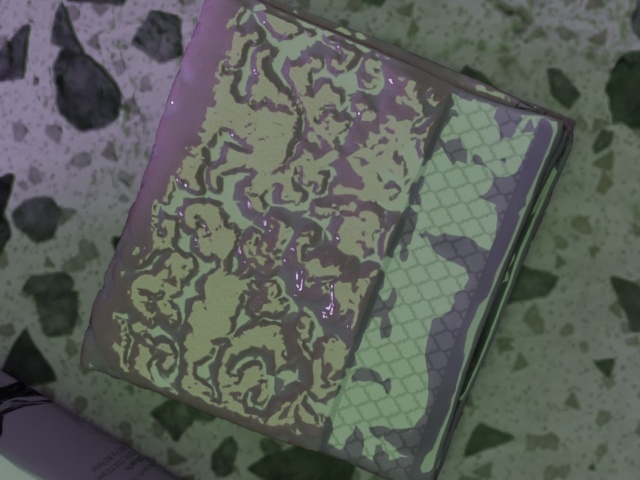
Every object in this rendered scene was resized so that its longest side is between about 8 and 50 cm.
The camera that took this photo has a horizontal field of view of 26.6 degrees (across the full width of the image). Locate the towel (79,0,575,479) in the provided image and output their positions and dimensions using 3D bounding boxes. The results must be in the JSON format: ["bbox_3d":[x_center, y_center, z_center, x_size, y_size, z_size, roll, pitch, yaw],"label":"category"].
[{"bbox_3d":[0.000,0.000,1.078,0.317,0.053,0.332,21,93,8],"label":"towel"}]

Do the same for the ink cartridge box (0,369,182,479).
[{"bbox_3d":[-0.337,0.237,1.070,0.395,0.166,0.285,29,96,5],"label":"ink cartridge box"}]
